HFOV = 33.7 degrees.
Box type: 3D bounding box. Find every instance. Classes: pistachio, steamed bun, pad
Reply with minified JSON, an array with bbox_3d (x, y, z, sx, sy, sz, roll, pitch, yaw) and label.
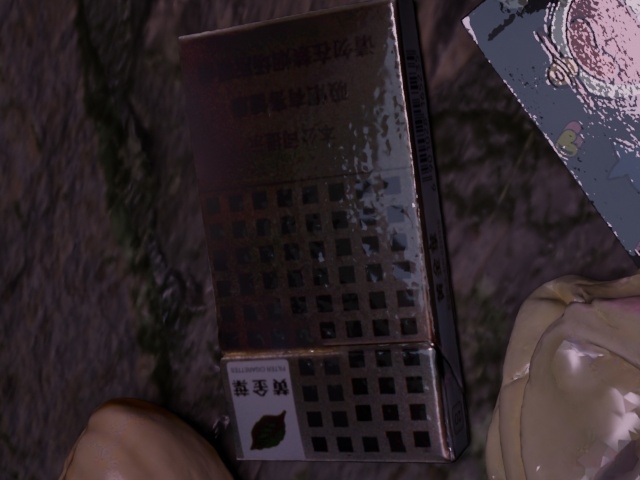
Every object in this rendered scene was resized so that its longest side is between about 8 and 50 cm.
[{"bbox_3d":[-0.128,0.226,0.828,0.143,0.144,0.215,-22,99,27],"label":"pistachio"},{"bbox_3d":[0.229,0.146,0.602,0.280,0.207,0.268,-11,95,28],"label":"steamed bun"},{"bbox_3d":[0.223,-0.098,0.675,0.170,0.006,0.246,-37,82,25],"label":"pad"}]

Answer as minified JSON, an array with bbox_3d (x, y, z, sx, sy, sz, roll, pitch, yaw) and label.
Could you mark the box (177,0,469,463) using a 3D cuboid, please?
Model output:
[{"bbox_3d":[0.001,0.000,0.773,0.180,0.047,0.325,-5,96,26],"label":"box"}]
